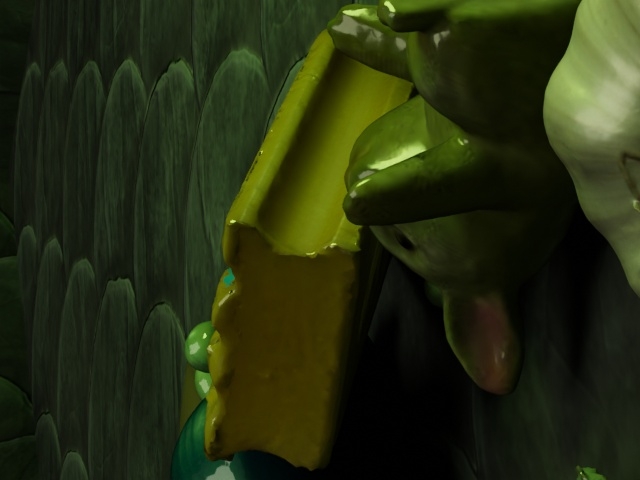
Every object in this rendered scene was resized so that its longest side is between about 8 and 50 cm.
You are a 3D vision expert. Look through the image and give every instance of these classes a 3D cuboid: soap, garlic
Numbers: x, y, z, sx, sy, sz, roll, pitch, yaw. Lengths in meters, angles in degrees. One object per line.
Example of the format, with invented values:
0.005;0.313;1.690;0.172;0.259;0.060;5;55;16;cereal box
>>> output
0.000;0.000;1.322;0.324;0.096;0.204;-69;-10;-57;soap
0.209;-0.071;0.821;0.226;0.199;0.199;-51;-27;-61;garlic

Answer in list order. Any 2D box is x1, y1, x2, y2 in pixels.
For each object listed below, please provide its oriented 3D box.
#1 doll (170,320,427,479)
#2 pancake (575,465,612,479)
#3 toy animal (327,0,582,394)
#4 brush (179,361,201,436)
-0.019;0.164;1.419;0.186;0.199;0.322;-54;24;31;doll
0.171;0.227;1.042;0.376;0.054;0.197;149;119;-68;pancake
0.083;-0.052;1.103;0.181;0.180;0.363;-84;11;-47;toy animal
-0.103;0.206;1.911;0.197;0.059;0.123;-130;41;-66;brush
